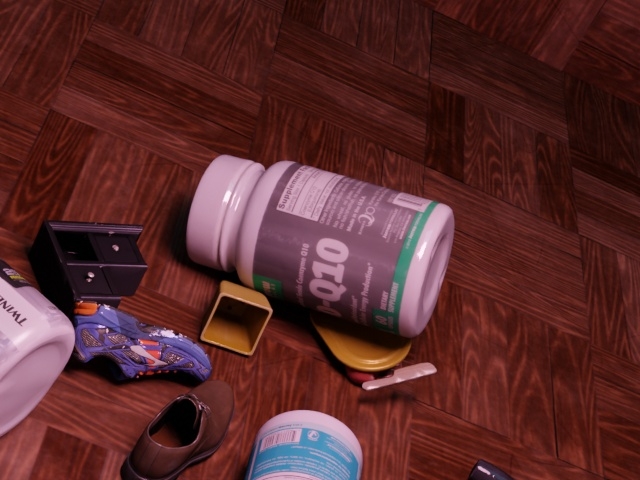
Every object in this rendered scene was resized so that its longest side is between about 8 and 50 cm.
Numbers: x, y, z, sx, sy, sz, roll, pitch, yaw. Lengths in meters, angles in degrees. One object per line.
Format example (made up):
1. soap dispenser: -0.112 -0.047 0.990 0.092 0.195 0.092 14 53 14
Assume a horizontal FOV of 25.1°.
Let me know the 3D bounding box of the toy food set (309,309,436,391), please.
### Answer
1. toy food set: 0.068 0.159 2.163 0.128 0.071 0.218 -19 51 -20

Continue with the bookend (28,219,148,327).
1. bookend: -0.305 0.053 2.004 0.156 0.072 0.157 4 42 -35

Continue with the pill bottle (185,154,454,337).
1. pill bottle: 0.000 0.000 2.121 0.361 0.204 0.204 16 31 15

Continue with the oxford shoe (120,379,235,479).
1. oxford shoe: -0.164 0.234 1.853 0.083 0.096 0.227 32 32 7

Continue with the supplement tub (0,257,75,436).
1. supplement tub: -0.478 0.074 1.721 0.338 0.207 0.207 39 34 13

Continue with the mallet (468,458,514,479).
1. mallet: 0.226 0.384 2.010 0.062 0.039 0.189 26 37 0

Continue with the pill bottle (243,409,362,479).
1. pill bottle: -0.032 0.342 1.763 0.146 0.146 0.264 25 34 -8

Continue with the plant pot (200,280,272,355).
1. plant pot: -0.124 0.102 2.074 0.081 0.081 0.083 20 22 -15

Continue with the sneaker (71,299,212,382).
1. sneaker: -0.244 0.151 1.926 0.221 0.087 0.083 25 -10 -30
